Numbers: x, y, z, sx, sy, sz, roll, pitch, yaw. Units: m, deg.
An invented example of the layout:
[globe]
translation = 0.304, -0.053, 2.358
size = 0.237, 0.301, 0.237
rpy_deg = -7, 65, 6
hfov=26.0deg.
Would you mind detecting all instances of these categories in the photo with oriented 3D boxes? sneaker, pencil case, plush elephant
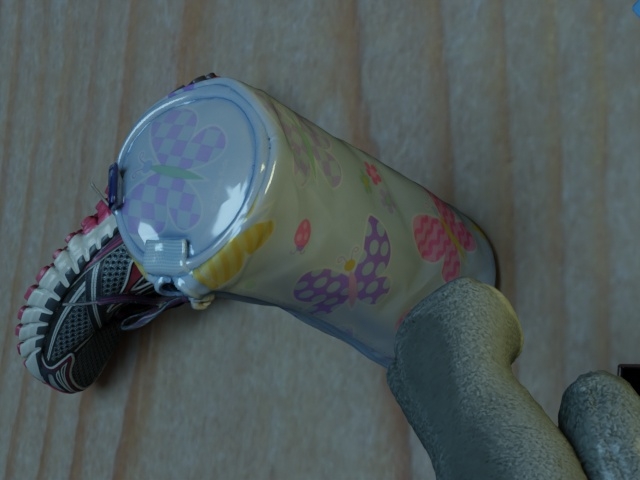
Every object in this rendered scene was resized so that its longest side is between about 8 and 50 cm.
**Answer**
[sneaker]
translation = -0.133, 0.017, 1.066
size = 0.112, 0.121, 0.299
rpy_deg = 42, 119, 9
[pencil case]
translation = 0.000, 0.000, 0.837
size = 0.113, 0.273, 0.124
rpy_deg = -16, 67, 31
[plush elephant]
translation = 0.138, 0.218, 0.689
size = 0.272, 0.255, 0.330
rpy_deg = -57, 40, 3

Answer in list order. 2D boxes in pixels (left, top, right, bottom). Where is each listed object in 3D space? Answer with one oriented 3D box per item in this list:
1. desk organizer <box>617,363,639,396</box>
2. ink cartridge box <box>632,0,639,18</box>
[desk organizer]
translation = 0.229, 0.092, 0.753
size = 0.130, 0.050, 0.047
rpy_deg = -4, 77, 42
[ink cartridge box]
translation = 0.264, -0.139, 0.754
size = 0.143, 0.090, 0.092
rpy_deg = -48, 52, 23
